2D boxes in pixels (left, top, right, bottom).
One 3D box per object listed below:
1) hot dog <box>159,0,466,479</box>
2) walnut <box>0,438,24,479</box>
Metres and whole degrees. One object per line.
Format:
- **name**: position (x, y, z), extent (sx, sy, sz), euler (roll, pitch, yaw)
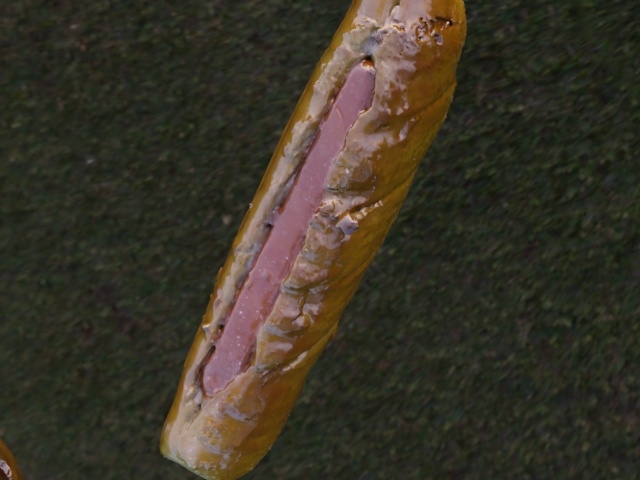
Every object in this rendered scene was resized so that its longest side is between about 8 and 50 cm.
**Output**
- **hot dog**: position (-0.002, -0.002, 0.665), extent (0.061, 0.088, 0.286), euler (30, 107, 20)
- **walnut**: position (-0.290, 0.197, 0.957), extent (0.155, 0.155, 0.184), euler (-22, 111, 28)
